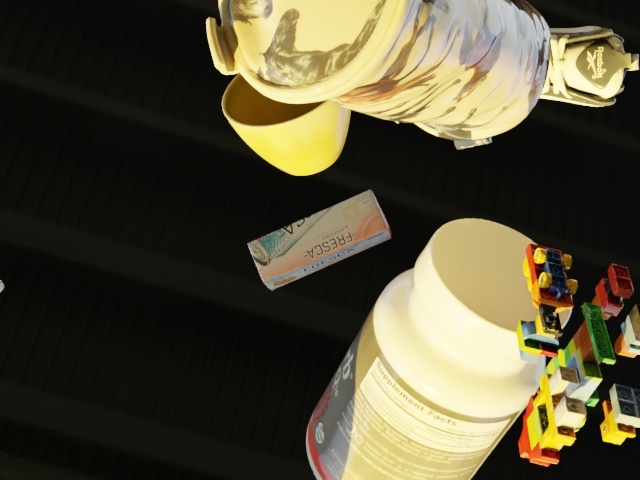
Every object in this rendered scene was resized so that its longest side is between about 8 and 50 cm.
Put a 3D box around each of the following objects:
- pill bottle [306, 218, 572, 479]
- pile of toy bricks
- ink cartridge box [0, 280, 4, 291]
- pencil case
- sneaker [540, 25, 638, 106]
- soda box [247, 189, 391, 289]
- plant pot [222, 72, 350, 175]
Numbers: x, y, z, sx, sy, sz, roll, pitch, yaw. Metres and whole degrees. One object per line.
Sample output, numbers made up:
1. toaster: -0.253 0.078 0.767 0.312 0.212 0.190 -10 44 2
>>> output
1. pill bottle: 0.135 0.159 1.331 0.210 0.363 0.210 15 -139 -13
2. pile of toy bricks: 0.212 0.109 0.959 0.118 0.105 0.212 15 -139 -11
3. ink cartridge box: -0.273 -0.059 0.468 0.114 0.197 0.273 -41 -92 -11
4. pencil case: 0.068 -0.177 1.004 0.160 0.183 0.410 60 -157 15
5. sneaker: 0.257 -0.196 1.249 0.235 0.153 0.094 3 -89 -40
6. soda box: 0.000 0.000 1.515 0.183 0.058 0.063 -24 -105 1
7. plant pot: -0.023 -0.124 1.176 0.134 0.095 0.134 -13 -139 12
